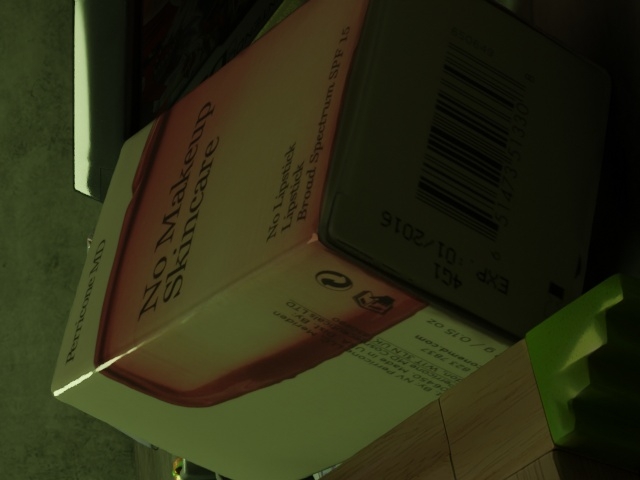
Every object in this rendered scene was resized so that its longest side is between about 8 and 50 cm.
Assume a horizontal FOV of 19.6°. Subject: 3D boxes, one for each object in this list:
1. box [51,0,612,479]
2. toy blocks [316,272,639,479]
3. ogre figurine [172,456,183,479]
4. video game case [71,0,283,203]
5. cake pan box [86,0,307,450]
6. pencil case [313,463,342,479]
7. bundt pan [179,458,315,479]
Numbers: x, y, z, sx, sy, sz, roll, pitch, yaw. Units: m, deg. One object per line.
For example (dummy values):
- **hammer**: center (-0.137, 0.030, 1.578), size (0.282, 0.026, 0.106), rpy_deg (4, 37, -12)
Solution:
- **box**: center (0.000, 0.000, 0.814), size (0.232, 0.127, 0.149), rpy_deg (-30, 40, 50)
- **toy blocks**: center (0.039, 0.226, 0.717), size (0.381, 0.190, 0.261), rpy_deg (-38, 48, 34)
- **ogre figurine**: center (-0.077, 0.196, 1.663), size (0.118, 0.096, 0.197), rpy_deg (48, -130, -80)
- **video game case**: center (-0.049, -0.188, 0.931), size (0.248, 0.035, 0.275), rpy_deg (-56, -16, -39)
- **cake pan box**: center (-0.052, -0.026, 1.165), size (0.267, 0.070, 0.246), rpy_deg (-56, -7, -26)
- **pencil case**: center (0.036, 0.067, 0.984), size (0.273, 0.124, 0.113), rpy_deg (-119, 8, -64)
- **bundt pan**: center (-0.015, 0.278, 1.304), size (0.331, 0.124, 0.331), rpy_deg (175, 90, -77)
